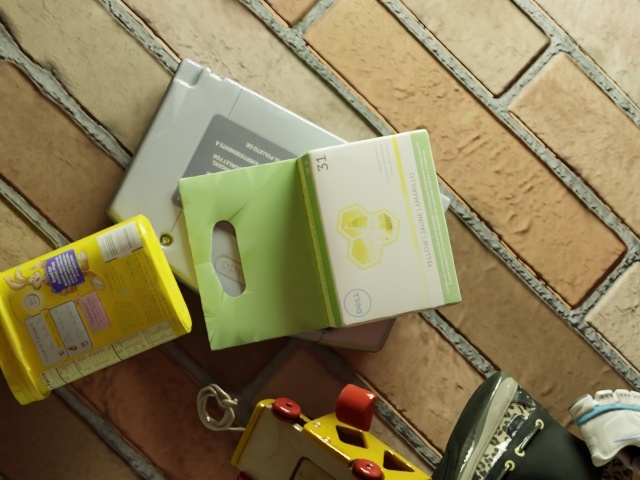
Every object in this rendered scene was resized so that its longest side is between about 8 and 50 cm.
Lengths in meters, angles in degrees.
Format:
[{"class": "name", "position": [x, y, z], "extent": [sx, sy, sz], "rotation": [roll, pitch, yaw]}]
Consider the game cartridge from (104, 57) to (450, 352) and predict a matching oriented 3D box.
[{"class": "game cartridge", "position": [-0.045, -0.021, 1.894], "extent": [0.297, 0.062, 0.198], "rotation": [28, 84, -10]}]

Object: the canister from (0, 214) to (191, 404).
[{"class": "canister", "position": [-0.217, 0.062, 1.811], "extent": [0.170, 0.073, 0.126], "rotation": [-22, 94, 3]}]

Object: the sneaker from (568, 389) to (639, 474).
[{"class": "sneaker", "position": [0.333, 0.192, 1.939], "extent": [0.191, 0.071, 0.083], "rotation": [-1, 66, -24]}]

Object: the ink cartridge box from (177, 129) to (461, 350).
[{"class": "ink cartridge box", "position": [0.000, 0.000, 1.850], "extent": [0.235, 0.056, 0.171], "rotation": [-11, 89, -16]}]

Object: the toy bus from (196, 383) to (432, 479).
[{"class": "toy bus", "position": [0.005, 0.213, 1.860], "extent": [0.104, 0.191, 0.202], "rotation": [-14, 90, -57]}]

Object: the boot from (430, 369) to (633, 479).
[{"class": "boot", "position": [0.191, 0.263, 1.897], "extent": [0.178, 0.085, 0.236], "rotation": [33, 63, -11]}]
